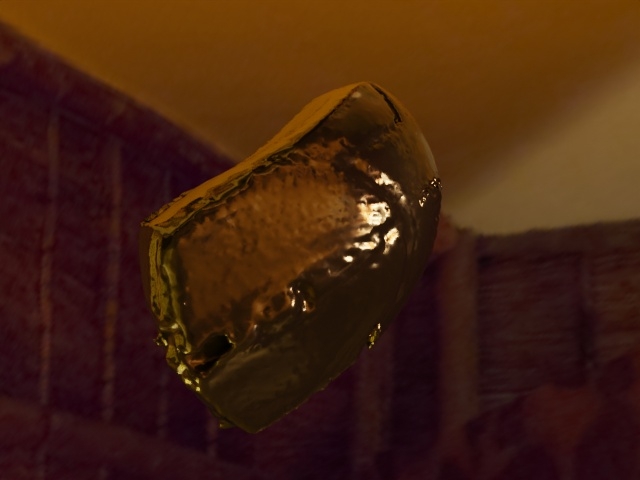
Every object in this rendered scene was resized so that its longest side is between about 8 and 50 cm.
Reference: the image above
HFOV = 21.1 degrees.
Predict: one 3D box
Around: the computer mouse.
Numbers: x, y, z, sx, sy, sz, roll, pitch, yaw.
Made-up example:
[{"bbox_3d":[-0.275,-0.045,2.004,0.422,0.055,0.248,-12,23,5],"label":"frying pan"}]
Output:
[{"bbox_3d":[0.000,0.000,0.855,0.217,0.073,0.122,-40,-60,-36],"label":"computer mouse"}]
